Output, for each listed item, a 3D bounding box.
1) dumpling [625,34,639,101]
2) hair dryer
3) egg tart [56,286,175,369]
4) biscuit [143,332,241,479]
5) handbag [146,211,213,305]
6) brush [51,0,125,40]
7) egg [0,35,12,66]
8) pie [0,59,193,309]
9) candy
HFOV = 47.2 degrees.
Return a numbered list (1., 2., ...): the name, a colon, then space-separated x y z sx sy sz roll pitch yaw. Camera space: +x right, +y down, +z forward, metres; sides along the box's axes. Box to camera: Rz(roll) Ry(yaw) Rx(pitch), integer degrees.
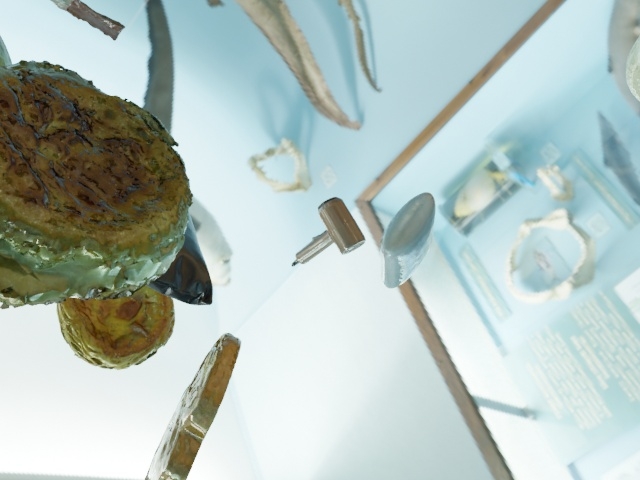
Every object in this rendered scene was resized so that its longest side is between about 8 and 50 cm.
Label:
1. dumpling: 0.609 -0.301 1.267 0.166 0.126 0.216 -31 -98 -43
2. hair dryer: 0.000 0.000 1.555 0.117 0.181 0.064 59 -153 11
3. egg tart: -0.494 0.181 1.775 0.294 0.116 0.295 9 -122 -15
4. biscuit: -0.211 0.294 1.110 0.051 0.376 0.269 25 -151 -6
5. handbag: -0.277 -0.018 1.150 0.211 0.089 0.254 26 -154 -36
6. brush: -0.410 -0.373 1.045 0.301 0.084 0.071 24 -152 -45
7. egg: -0.589 -0.259 1.098 0.238 0.289 0.238 -2 -153 1
8. pie: -0.295 -0.079 0.851 0.288 0.103 0.355 20 -133 -37
9. candy: 0.149 0.002 1.269 0.071 0.138 0.174 33 164 17
